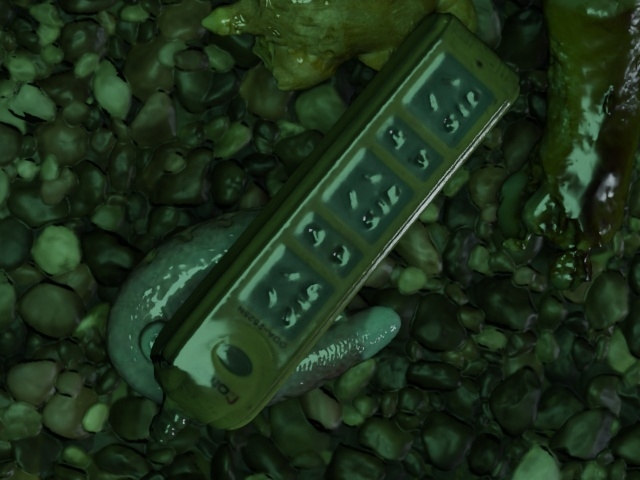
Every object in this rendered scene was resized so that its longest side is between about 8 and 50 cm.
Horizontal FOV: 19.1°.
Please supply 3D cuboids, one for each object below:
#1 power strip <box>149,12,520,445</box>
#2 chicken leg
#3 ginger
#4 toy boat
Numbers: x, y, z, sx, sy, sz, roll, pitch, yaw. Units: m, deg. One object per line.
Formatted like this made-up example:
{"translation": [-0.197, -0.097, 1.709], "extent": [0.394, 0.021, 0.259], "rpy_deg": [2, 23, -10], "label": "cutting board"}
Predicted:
{"translation": [0.000, 0.000, 1.417], "extent": [0.092, 0.066, 0.387], "rpy_deg": [40, 87, -17], "label": "power strip"}
{"translation": [0.216, -0.176, 1.461], "extent": [0.201, 0.153, 0.429], "rpy_deg": [12, 101, 7], "label": "chicken leg"}
{"translation": [0.012, -0.190, 1.453], "extent": [0.216, 0.102, 0.157], "rpy_deg": [-13, 124, -9], "label": "ginger"}
{"translation": [-0.056, 0.056, 1.477], "extent": [0.227, 0.085, 0.155], "rpy_deg": [-15, 96, -3], "label": "toy boat"}
